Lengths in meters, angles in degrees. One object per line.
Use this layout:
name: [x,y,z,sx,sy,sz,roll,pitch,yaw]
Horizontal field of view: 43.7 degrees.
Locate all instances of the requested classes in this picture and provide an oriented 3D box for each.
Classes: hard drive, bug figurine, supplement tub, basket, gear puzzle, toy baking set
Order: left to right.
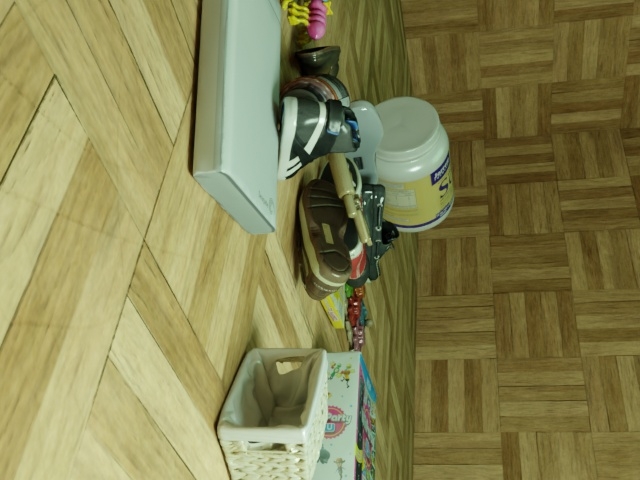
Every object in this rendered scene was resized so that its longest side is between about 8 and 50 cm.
hard drive: [-0.102,-0.211,1.051,0.233,0.047,0.353,54,35,-69]
basket: [-0.052,0.225,1.016,0.167,0.113,0.103,-71,157,-60]
bug figurine: [-0.024,-0.477,1.426,0.279,0.072,0.216,64,26,-63]
supplement tub: [-0.015,-0.222,1.327,0.198,0.106,0.106,-50,136,-72]
toy baking set: [0.046,-0.100,1.435,0.197,0.030,0.256,59,15,-70]
gear puzzle: [0.079,0.090,1.832,0.175,0.044,0.339,-73,156,-59]
supplement tub: [0.237,-0.205,2.186,0.331,0.241,0.241,71,20,-52]

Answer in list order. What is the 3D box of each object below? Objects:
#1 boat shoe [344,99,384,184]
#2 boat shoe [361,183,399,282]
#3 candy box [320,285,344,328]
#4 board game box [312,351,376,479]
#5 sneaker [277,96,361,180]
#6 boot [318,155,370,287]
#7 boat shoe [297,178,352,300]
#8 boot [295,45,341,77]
boat shoe: [0.089,-0.235,1.811,0.306,0.113,0.105,71,13,-60]
boat shoe: [0.131,-0.019,1.914,0.340,0.113,0.127,74,5,-45]
candy box: [0.019,0.090,1.591,0.206,0.027,0.105,67,20,-59]
board game box: [0.039,0.385,1.449,0.224,0.097,0.303,69,20,-56]
sneaker: [-0.004,-0.139,1.190,0.217,0.121,0.079,115,-22,-73]
boot: [0.054,-0.035,1.619,0.176,0.088,0.244,68,17,-59]
boat shoe: [-0.007,-0.002,1.404,0.095,0.095,0.257,-57,-159,36]
boot: [0.005,-0.308,1.501,0.219,0.082,0.106,-49,132,-76]
